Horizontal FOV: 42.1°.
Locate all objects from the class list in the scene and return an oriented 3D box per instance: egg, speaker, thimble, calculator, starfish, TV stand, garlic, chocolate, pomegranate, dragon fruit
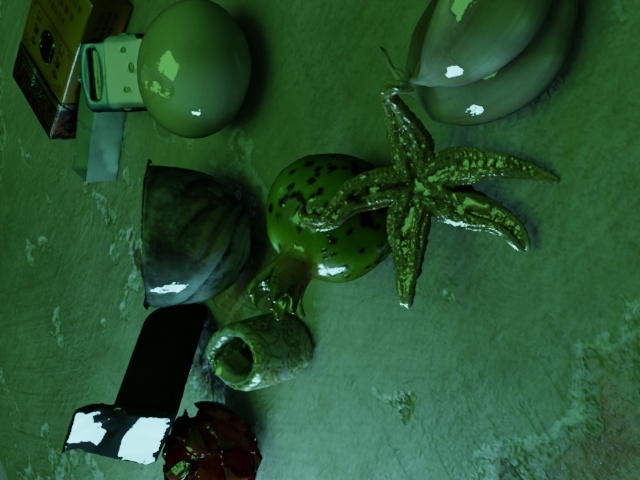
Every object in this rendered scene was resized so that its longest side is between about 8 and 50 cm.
[{"bbox_3d":[-0.241,-0.325,1.591,0.219,0.219,0.269,34,135,38],"label":"egg"},{"bbox_3d":[-0.377,0.287,1.743,0.388,0.184,0.180,-80,14,-55],"label":"speaker"},{"bbox_3d":[-0.123,0.216,1.627,0.191,0.144,0.137,-9,92,48],"label":"thimble"},{"bbox_3d":[-0.419,-0.371,1.839,0.293,0.051,0.172,1,101,24],"label":"calculator"},{"bbox_3d":[0.145,-0.078,1.215,0.375,0.094,0.327,-20,105,15],"label":"starfish"},{"bbox_3d":[-0.534,-0.280,2.015,0.083,0.088,0.269,35,122,38],"label":"TV stand"},{"bbox_3d":[0.192,-0.286,1.124,0.340,0.231,0.245,-41,71,37],"label":"garlic"},{"bbox_3d":[-0.246,-0.013,1.667,0.303,0.213,0.303,-179,90,-84],"label":"chocolate"},{"bbox_3d":[0.017,-0.002,1.356,0.231,0.231,0.285,-26,46,47],"label":"pomegranate"},{"bbox_3d":[-0.246,0.487,1.743,0.234,0.234,0.293,8,66,46],"label":"dragon fruit"}]

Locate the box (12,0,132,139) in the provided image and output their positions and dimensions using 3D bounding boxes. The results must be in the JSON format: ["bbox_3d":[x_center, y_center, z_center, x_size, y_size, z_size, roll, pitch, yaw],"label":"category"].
[{"bbox_3d":[-0.622,-0.482,2.049,0.264,0.116,0.415,54,131,24],"label":"box"}]
